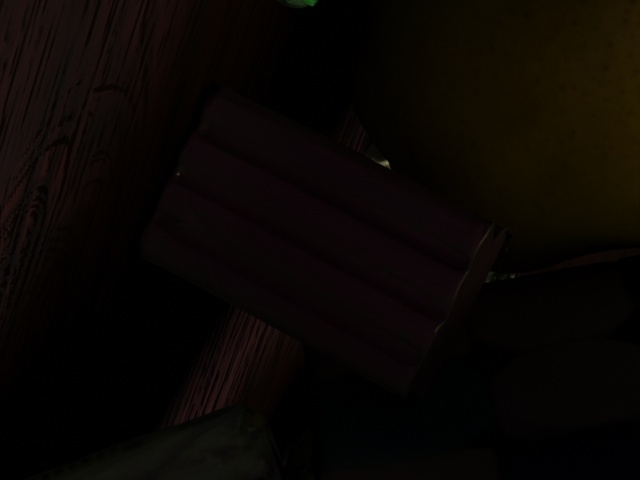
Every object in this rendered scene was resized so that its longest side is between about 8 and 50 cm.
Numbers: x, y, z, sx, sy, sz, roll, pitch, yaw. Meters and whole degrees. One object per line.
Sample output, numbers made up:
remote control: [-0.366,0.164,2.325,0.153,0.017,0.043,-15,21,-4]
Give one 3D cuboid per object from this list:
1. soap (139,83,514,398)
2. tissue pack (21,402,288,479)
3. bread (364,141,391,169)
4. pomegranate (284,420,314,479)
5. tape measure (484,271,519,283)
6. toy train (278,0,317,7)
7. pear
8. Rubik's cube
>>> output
soap: [0.000,0.000,1.069,0.122,0.203,0.065,-63,161,4]
tissue pack: [-0.109,0.236,1.095,0.228,0.128,0.311,-19,154,-3]
bread: [0.085,-0.069,1.478,0.251,0.039,0.182,-28,142,-60]
pomegranate: [0.058,0.273,1.621,0.340,0.285,0.285,-36,174,26]
tape measure: [0.132,0.092,1.777,0.164,0.084,0.330,-37,148,-45]
toy train: [0.037,-0.244,1.031,0.251,0.085,0.119,-55,177,-10]
pear: [0.214,-0.166,1.193,0.418,0.362,0.362,-38,163,5]
Rubik's cube: [0.183,0.236,1.128,0.346,0.347,0.344,-98,177,-66]
